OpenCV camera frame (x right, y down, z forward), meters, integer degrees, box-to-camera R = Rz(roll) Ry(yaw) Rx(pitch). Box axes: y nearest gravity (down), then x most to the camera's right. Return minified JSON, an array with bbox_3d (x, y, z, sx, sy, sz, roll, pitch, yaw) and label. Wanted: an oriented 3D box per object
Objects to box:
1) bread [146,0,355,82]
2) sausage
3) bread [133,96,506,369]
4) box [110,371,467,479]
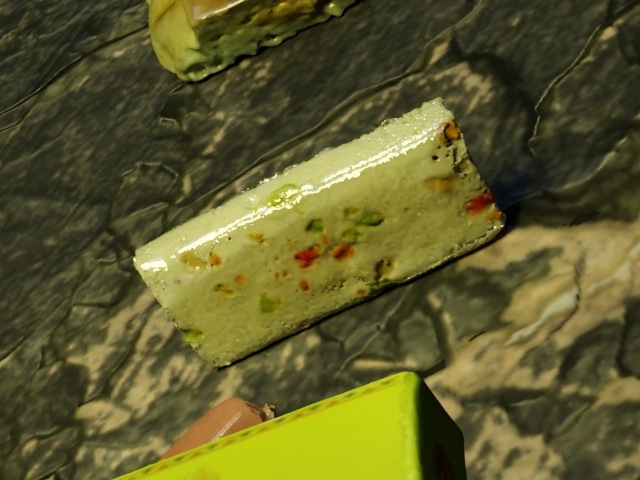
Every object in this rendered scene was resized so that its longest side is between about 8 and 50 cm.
[{"bbox_3d":[-0.060,-0.186,0.960,0.128,0.088,0.232,-34,42,15],"label":"bread"},{"bbox_3d":[-0.070,0.119,0.680,0.147,0.030,0.035,-47,38,-15],"label":"sausage"},{"bbox_3d":[0.000,0.000,0.722,0.153,0.068,0.028,-25,37,13],"label":"bread"},{"bbox_3d":[-0.040,0.200,0.453,0.187,0.047,0.335,-23,40,21],"label":"box"}]
